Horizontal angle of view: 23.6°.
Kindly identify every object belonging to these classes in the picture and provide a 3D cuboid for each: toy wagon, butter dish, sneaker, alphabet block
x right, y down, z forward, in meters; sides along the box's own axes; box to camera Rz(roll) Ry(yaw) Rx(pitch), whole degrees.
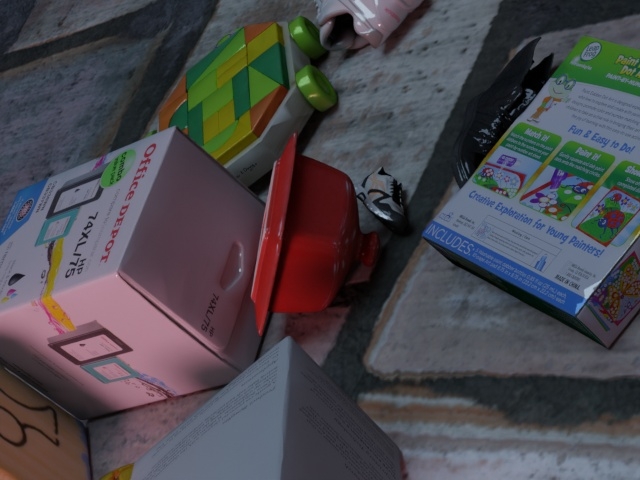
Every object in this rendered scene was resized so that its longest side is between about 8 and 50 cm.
[{"bbox_3d":[-0.111,-0.171,1.878,0.267,0.068,0.344,-35,33,19],"label":"toy wagon"},{"bbox_3d":[0.000,0.000,1.510,0.160,0.118,0.159,103,175,-48],"label":"butter dish"},{"bbox_3d":[0.023,-0.283,1.823,0.115,0.090,0.232,-56,29,-4],"label":"sneaker"},{"bbox_3d":[0.179,-0.116,1.468,0.089,0.051,0.170,-29,32,36],"label":"sneaker"},{"bbox_3d":[-0.375,0.253,1.601,0.193,0.197,0.192,-41,31,12],"label":"alphabet block"},{"bbox_3d":[0.066,-0.043,1.540,0.044,0.040,0.109,-43,31,4],"label":"sneaker"}]

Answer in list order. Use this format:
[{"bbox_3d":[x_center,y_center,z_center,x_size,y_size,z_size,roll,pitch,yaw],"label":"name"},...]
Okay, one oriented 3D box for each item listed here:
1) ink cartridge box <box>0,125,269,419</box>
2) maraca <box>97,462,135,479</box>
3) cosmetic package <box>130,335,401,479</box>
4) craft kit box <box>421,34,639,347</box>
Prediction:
[{"bbox_3d":[-0.204,0.041,1.626,0.270,0.197,0.198,-18,42,39],"label":"ink cartridge box"},{"bbox_3d":[-0.143,0.260,1.408,0.186,0.099,0.127,-5,57,17],"label":"maraca"},{"bbox_3d":[-0.050,0.243,1.153,0.197,0.155,0.365,-39,15,14],"label":"cosmetic package"},{"bbox_3d":[0.237,-0.053,1.324,0.246,0.061,0.250,-52,31,-3],"label":"craft kit box"}]
